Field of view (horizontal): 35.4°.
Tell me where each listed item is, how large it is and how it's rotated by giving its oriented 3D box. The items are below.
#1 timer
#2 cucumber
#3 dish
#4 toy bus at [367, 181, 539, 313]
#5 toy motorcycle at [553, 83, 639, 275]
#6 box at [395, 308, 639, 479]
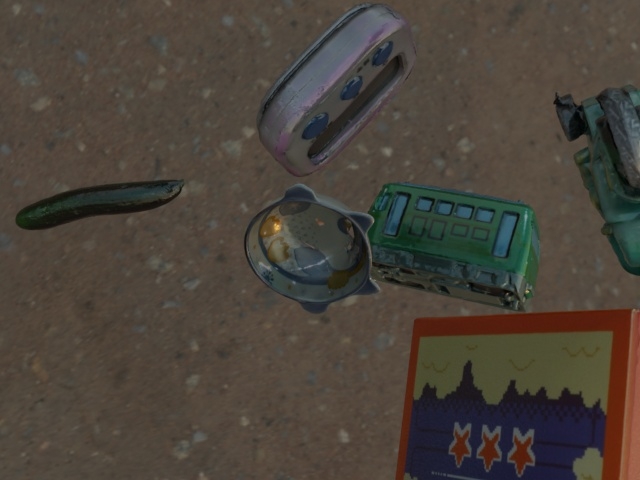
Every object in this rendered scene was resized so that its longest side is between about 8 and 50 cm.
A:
[{"bbox_3d":[0.018,-0.168,1.130,0.069,0.191,0.208,43,90,14],"label":"timer"},{"bbox_3d":[-0.343,-0.058,1.537,0.056,0.284,0.056,-11,90,-77],"label":"cucumber"},{"bbox_3d":[0.000,0.000,1.579,0.228,0.236,0.086,21,40,-2],"label":"dish"},{"bbox_3d":[0.243,0.005,1.886,0.183,0.344,0.199,47,57,-66],"label":"toy bus"},{"bbox_3d":[0.291,-0.054,0.903,0.296,0.109,0.198,-45,115,-72],"label":"toy motorcycle"},{"bbox_3d":[0.298,0.223,0.976,0.349,0.318,0.257,14,79,-29],"label":"box"}]
